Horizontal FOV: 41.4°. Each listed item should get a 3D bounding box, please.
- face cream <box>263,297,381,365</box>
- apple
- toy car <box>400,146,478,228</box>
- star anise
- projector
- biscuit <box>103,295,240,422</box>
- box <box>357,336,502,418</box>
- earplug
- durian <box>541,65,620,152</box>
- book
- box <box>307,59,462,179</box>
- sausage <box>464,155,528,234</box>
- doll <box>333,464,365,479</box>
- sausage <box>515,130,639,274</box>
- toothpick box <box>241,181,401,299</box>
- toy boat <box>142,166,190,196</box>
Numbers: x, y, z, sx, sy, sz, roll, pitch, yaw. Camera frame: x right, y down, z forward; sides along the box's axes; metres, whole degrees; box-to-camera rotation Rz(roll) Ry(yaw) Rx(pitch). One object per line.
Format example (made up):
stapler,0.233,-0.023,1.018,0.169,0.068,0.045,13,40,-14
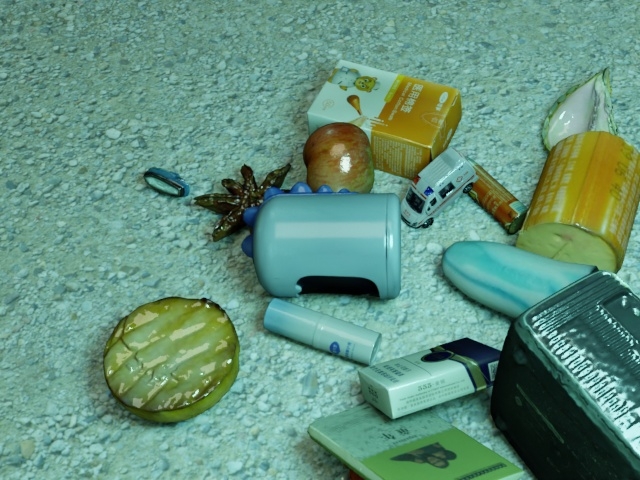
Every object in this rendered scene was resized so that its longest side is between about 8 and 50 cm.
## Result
face cream,0.003,0.196,1.830,0.250,0.077,0.077,17,56,17
apple,0.041,-0.176,2.029,0.164,0.209,0.209,-9,53,-7
toy car,0.269,-0.123,2.003,0.210,0.108,0.089,-42,58,5
star anise,-0.164,-0.094,2.060,0.288,0.088,0.288,-3,51,4
projector,0.506,0.321,1.489,0.242,0.405,0.395,-26,55,-14
biscuit,-0.313,0.253,1.800,0.297,0.102,0.296,-3,49,3
box,0.223,0.269,1.691,0.259,0.071,0.168,-16,9,-17
earplug,0.410,0.089,1.829,0.324,0.185,0.185,21,57,25
durian,0.644,-0.277,2.100,0.196,0.185,0.305,-15,56,26
book,0.166,0.385,1.566,0.239,0.035,0.352,-11,20,-33
box,0.165,-0.305,2.159,0.341,0.143,0.225,19,57,16
sausage,0.399,-0.123,2.044,0.083,0.083,0.264,-29,55,-17
doll,0.101,0.447,1.613,0.183,0.085,0.217,-7,23,36
sausage,0.587,-0.070,1.894,0.233,0.233,0.287,18,58,17
toothpick box,0.000,0.000,1.875,0.355,0.263,0.263,0,53,6
toy boat,-0.387,-0.150,2.140,0.137,0.060,0.061,19,32,19
